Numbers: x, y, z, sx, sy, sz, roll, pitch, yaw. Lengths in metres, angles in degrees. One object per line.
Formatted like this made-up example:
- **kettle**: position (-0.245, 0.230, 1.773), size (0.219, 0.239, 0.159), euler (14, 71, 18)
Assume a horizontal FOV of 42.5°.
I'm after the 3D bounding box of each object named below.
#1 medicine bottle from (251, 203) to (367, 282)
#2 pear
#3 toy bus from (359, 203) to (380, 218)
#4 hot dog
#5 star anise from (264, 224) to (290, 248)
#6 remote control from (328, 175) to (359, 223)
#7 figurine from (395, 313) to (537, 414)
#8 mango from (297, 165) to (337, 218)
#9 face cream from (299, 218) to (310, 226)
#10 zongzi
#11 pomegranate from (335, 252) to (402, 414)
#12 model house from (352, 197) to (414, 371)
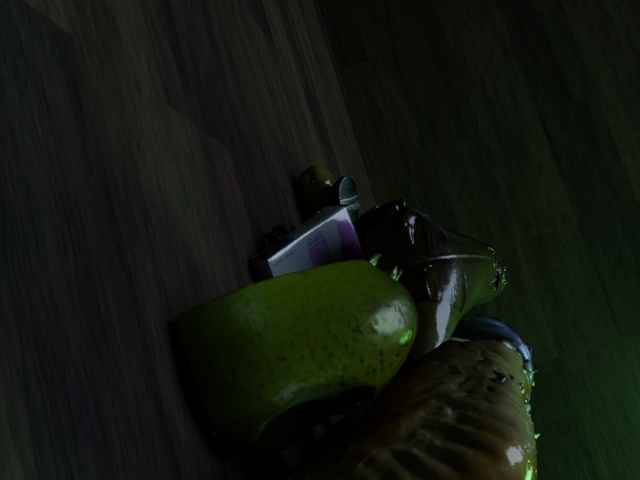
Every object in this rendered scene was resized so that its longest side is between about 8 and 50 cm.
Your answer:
- **medicine bottle**: position (-0.006, 0.057, 1.346), size (0.201, 0.052, 0.171), euler (-35, 112, -39)
- **pear**: position (-0.006, 0.136, 0.973), size (0.159, 0.292, 0.292), euler (65, 8, 19)
- **toy bus**: position (0.196, 0.076, 1.927), size (0.323, 0.194, 0.162), euler (39, 0, 13)
- **hot dog**: position (0.090, 0.275, 0.926), size (0.196, 0.367, 0.365), euler (50, 10, 10)
- **star anise**: position (-0.040, 0.060, 1.402), size (0.097, 0.070, 0.190), euler (-98, 164, -64)
- **remote control**: position (0.046, -0.009, 1.797), size (0.090, 0.066, 0.266), euler (-17, 107, -60)
- **figurine**: position (0.213, 0.282, 1.311), size (0.388, 0.248, 0.276), euler (-19, 120, -53)
- **mango**: position (0.005, -0.088, 1.867), size (0.194, 0.092, 0.130), euler (70, 5, -62)
- **face cream**: position (0.000, 0.000, 1.662), size (0.095, 0.091, 0.091), euler (34, 38, -60)
- **zongzi**: position (0.215, 0.111, 1.323), size (0.274, 0.145, 0.300), euler (19, 43, -36)
- **pomegranate**: position (0.031, 0.136, 1.213), size (0.246, 0.198, 0.198), euler (-67, 151, -22)
- **model house**: position (0.127, 0.130, 1.575), size (0.297, 0.317, 0.282), euler (18, 45, -59)
